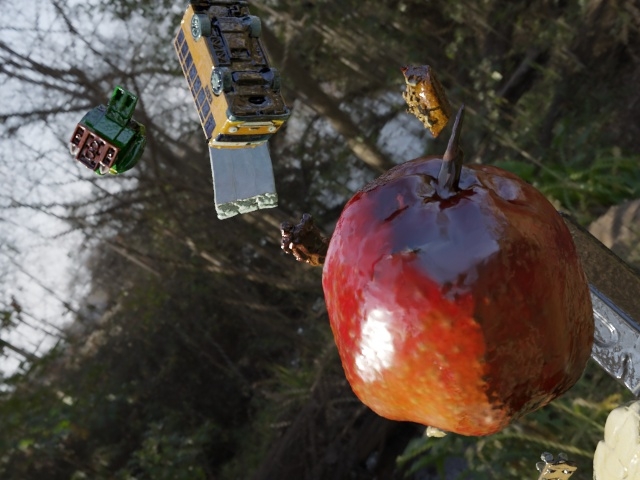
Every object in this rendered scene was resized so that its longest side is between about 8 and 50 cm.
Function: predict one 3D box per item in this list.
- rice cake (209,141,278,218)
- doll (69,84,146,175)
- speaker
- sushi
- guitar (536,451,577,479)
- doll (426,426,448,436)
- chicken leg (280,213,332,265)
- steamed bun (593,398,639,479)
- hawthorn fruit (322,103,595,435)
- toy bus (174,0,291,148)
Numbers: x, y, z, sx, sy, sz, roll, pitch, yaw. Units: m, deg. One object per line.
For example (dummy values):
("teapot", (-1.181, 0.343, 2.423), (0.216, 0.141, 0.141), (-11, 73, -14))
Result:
("rice cake", (-0.145, -0.134, 1.579), (0.038, 0.124, 0.211), (84, 170, -47))
("doll", (-0.337, -0.169, 1.418), (0.134, 0.106, 0.186), (-59, 0, -4))
("speaker", (0.494, 0.137, 1.556), (0.184, 0.388, 0.180), (-15, -38, -50))
("sushi", (0.152, -0.204, 1.261), (0.060, 0.118, 0.061), (-21, 12, 21))
("guitar", (0.235, 0.311, 0.984), (0.038, 0.083, 0.271), (-101, 12, -45))
("doll", (0.260, 0.412, 2.001), (0.051, 0.093, 0.061), (-21, 13, 8))
("chicken leg", (-0.004, 0.005, 1.648), (0.048, 0.219, 0.089), (30, 95, 42))
("steamed bun", (0.502, 0.334, 1.297), (0.177, 0.106, 0.192), (-165, 79, -75))
("hawthorn fruit", (0.130, 0.022, 0.787), (0.254, 0.254, 0.300), (-77, -9, -65))
("toy bus", (-0.127, -0.224, 1.192), (0.114, 0.098, 0.201), (-50, 54, 50))
